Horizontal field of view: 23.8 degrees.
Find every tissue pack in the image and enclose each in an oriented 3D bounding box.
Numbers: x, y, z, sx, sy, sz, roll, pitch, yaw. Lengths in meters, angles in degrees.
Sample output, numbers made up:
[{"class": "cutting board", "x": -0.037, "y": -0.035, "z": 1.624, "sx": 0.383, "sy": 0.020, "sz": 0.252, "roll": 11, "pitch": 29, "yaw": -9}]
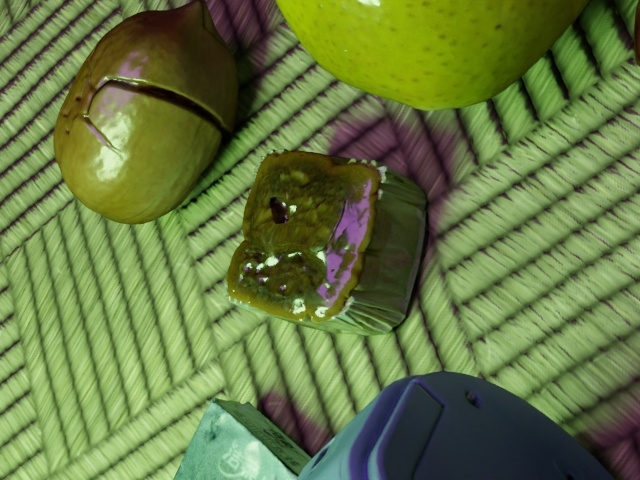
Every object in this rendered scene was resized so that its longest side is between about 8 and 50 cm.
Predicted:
[{"class": "tissue pack", "x": -0.100, "y": 0.330, "z": 1.684, "sx": 0.185, "sy": 0.081, "sz": 0.257, "roll": 35, "pitch": 104, "yaw": 42}]

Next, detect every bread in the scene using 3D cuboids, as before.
[{"class": "bread", "x": 0.001, "y": 0.000, "z": 1.656, "sx": 0.210, "sy": 0.110, "sz": 0.192, "roll": 13, "pitch": 87, "yaw": 44}]

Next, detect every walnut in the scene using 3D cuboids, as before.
[{"class": "walnut", "x": -0.211, "y": -0.160, "z": 1.833, "sx": 0.203, "sy": 0.203, "sz": 0.297, "roll": 42, "pitch": 116, "yaw": 40}]

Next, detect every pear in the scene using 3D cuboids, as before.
[{"class": "pear", "x": 0.116, "y": -0.332, "z": 1.465, "sx": 0.362, "sy": 0.362, "sz": 0.418, "roll": 24, "pitch": 111, "yaw": 43}]

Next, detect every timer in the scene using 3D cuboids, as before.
[{"class": "timer", "x": 0.147, "y": 0.289, "z": 1.295, "sx": 0.173, "sy": 0.395, "sz": 0.395, "roll": -48, "pitch": 52, "yaw": 25}]

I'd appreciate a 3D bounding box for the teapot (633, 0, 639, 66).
[{"class": "teapot", "x": 0.341, "y": -0.201, "z": 1.426, "sx": 0.098, "sy": 0.078, "sz": 0.129, "roll": 105, "pitch": 169, "yaw": -61}]
